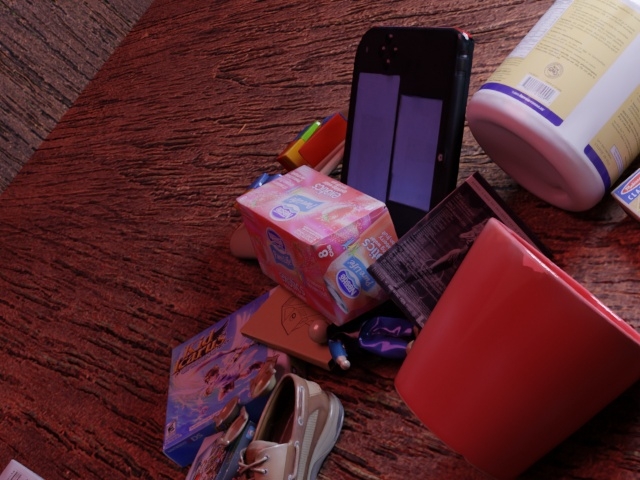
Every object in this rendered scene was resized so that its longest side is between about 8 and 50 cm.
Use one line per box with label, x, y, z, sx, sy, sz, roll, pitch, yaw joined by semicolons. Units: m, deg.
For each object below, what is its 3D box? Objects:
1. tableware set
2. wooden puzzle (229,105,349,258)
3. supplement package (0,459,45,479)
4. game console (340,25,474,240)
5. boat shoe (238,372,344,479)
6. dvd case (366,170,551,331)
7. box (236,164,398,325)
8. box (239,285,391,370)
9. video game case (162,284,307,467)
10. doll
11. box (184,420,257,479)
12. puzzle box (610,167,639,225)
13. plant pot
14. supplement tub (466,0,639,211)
tableware set;-0.113;0.245;1.845;0.168;0.020;0.141;-53;11;-2
wooden puzzle;-0.051;-0.122;2.219;0.348;0.080;0.322;-52;11;-9
supplement package;-0.426;0.506;1.879;0.263;0.199;0.198;11;61;55
game console;0.127;-0.149;1.922;0.342;0.060;0.386;-154;69;-67
boat shoe;-0.073;0.338;1.738;0.123;0.116;0.324;-17;40;39
dvd case;0.202;0.031;1.760;0.221;0.164;0.018;-42;-7;4
box;0.000;0.000;1.912;0.142;0.154;0.300;-27;26;-18
box;-0.010;0.123;1.942;0.201;0.021;0.164;17;53;40
video game case;-0.145;0.223;2.024;0.269;0.061;0.244;-32;32;21
doll;0.063;0.147;1.821;0.189;0.046;0.129;6;52;30
box;-0.172;0.397;1.821;0.159;0.044;0.233;-29;30;54
puzzle box;0.606;-0.127;1.552;0.409;0.052;0.272;-42;30;5
plant pot;0.240;0.147;1.484;0.243;0.275;0.275;-52;29;8
supplement tub;0.399;-0.234;1.745;0.331;0.241;0.241;-48;30;-7
